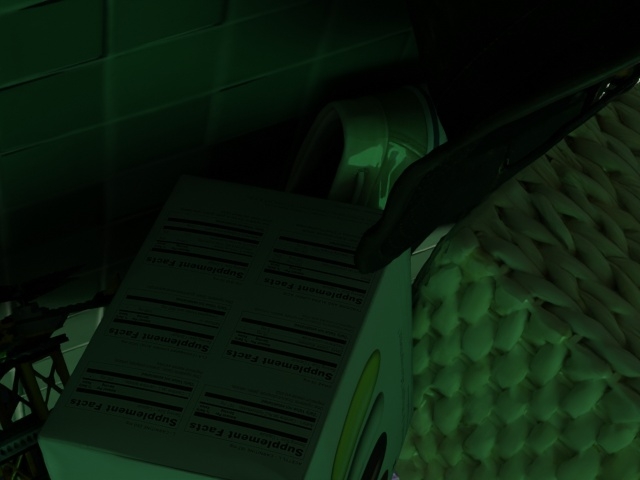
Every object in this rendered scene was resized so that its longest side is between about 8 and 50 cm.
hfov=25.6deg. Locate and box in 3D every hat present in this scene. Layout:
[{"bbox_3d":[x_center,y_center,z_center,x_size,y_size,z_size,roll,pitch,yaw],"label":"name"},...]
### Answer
[{"bbox_3d":[0.116,-0.130,0.676,0.331,0.134,0.331,-35,177,-2],"label":"hat"}]

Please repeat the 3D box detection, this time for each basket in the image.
[{"bbox_3d":[0.228,0.090,0.976,0.266,0.328,0.331,-41,168,-28],"label":"basket"}]

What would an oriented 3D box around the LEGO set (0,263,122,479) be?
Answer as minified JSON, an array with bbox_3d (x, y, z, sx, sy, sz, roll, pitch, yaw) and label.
[{"bbox_3d":[-0.280,0.103,0.778,0.255,0.192,0.331,-17,-177,36],"label":"LEGO set"}]

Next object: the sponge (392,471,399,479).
[{"bbox_3d":[0.113,0.191,1.518,0.210,0.031,0.117,-37,-161,27],"label":"sponge"}]

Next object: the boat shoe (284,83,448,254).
[{"bbox_3d":[0.000,0.000,0.937,0.094,0.109,0.302,3,141,-23],"label":"boat shoe"}]

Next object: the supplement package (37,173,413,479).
[{"bbox_3d":[-0.041,0.108,0.835,0.149,0.203,0.194,10,138,15],"label":"supplement package"}]
